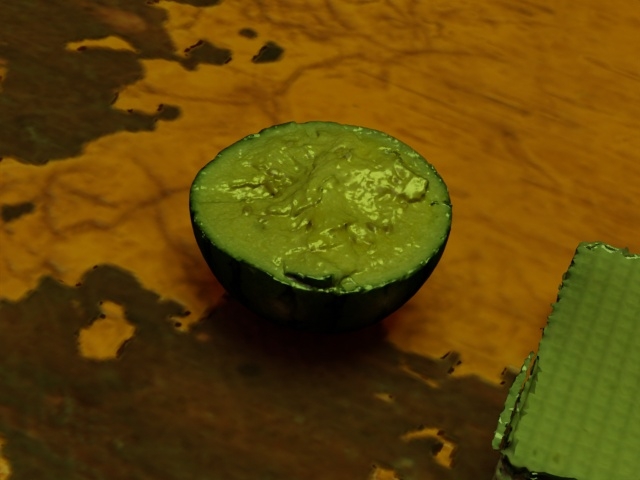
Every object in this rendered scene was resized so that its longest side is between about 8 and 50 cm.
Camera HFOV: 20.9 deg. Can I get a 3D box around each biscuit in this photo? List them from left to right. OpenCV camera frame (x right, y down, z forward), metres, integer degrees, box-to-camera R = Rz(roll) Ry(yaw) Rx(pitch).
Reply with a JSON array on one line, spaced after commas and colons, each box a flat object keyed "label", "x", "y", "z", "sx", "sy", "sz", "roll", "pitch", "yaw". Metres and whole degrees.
[{"label": "biscuit", "x": 0.194, "y": 0.085, "z": 0.657, "sx": 0.250, "sy": 0.046, "sz": 0.147, "roll": 17, "pitch": 40, "yaw": 8}]

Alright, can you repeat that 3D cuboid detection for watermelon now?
[{"label": "watermelon", "x": 0.000, "y": 0.000, "z": 0.701, "sx": 0.105, "sy": 0.062, "sz": 0.105, "roll": 0, "pitch": 42, "yaw": 0}]
